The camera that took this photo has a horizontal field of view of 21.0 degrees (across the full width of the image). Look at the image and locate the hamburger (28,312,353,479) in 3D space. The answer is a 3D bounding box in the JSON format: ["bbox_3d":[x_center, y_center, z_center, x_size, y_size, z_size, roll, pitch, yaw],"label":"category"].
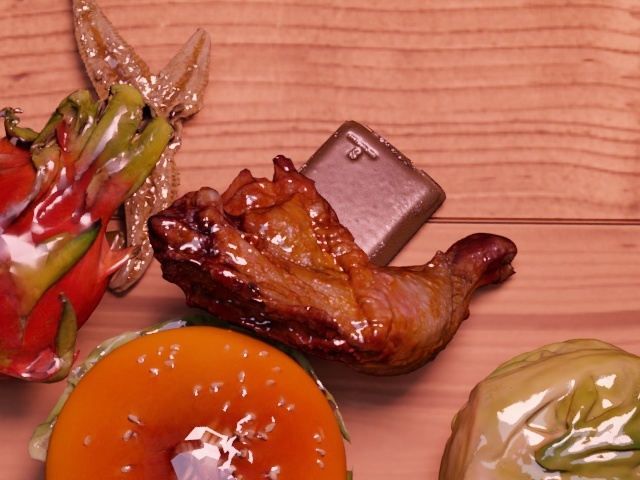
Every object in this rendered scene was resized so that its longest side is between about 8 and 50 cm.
[{"bbox_3d":[-0.093,0.168,1.254,0.246,0.170,0.246,2,73,-5],"label":"hamburger"}]

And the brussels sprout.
[{"bbox_3d":[0.199,0.177,1.286,0.223,0.161,0.223,0,93,3],"label":"brussels sprout"}]

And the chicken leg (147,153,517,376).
[{"bbox_3d":[0.017,0.023,1.303,0.323,0.083,0.177,19,47,-21],"label":"chicken leg"}]

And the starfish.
[{"bbox_3d":[-0.172,-0.087,1.399,0.138,0.050,0.247,15,70,1],"label":"starfish"}]

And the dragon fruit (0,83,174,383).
[{"bbox_3d":[-0.237,-0.013,1.294,0.200,0.198,0.269,27,87,34],"label":"dragon fruit"}]

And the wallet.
[{"bbox_3d":[0.000,0.000,1.392,0.110,0.031,0.198,40,72,10],"label":"wallet"}]
